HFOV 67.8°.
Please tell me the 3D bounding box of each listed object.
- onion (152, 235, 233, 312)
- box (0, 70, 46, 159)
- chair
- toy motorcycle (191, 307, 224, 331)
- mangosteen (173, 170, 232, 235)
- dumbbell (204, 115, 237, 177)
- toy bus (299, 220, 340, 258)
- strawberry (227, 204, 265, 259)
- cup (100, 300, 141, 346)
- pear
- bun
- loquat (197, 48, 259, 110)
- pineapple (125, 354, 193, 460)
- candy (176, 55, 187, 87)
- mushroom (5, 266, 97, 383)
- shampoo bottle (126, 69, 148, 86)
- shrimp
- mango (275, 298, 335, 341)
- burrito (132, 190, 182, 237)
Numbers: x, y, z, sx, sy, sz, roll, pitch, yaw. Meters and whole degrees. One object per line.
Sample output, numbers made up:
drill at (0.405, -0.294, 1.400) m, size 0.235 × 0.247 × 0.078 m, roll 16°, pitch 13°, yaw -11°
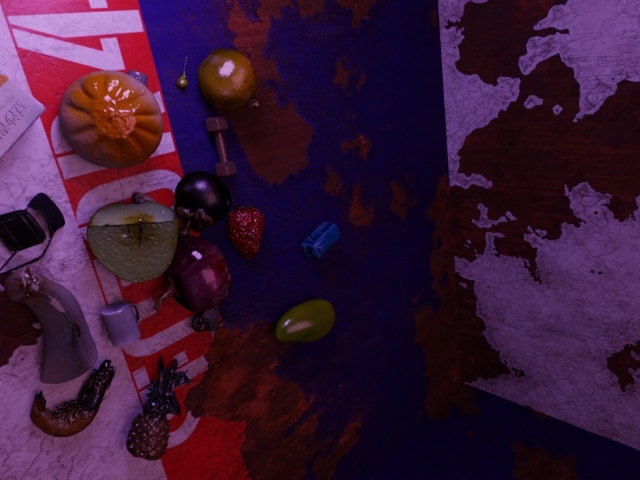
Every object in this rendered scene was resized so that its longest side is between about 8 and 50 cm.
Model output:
onion at (-0.449, 0.106, 1.723) m, size 0.272 × 0.257 × 0.230 m, roll -60°, pitch 153°, yaw -49°
box at (-0.978, -0.342, 1.183) m, size 0.385 × 0.122 × 0.344 m, roll 47°, pitch 65°, yaw -40°
chair at (-0.864, -0.031, 1.380) m, size 0.145 × 0.221 × 0.140 m, roll -18°, pitch 120°, yaw 5°
toy motorcycle at (-0.423, 0.273, 1.896) m, size 0.122 × 0.080 × 0.215 m, roll 44°, pitch 64°, yaw -41°
mangosteen at (-0.436, -0.124, 1.710) m, size 0.211 × 0.211 × 0.249 m, roll 44°, pitch 67°, yaw -41°
dumbbell at (-0.377, -0.353, 1.809) m, size 0.082 × 0.092 × 0.230 m, roll -12°, pitch 108°, yaw -13°
toy bus at (0.000, 0.000, 2.242) m, size 0.184 × 0.106 × 0.090 m, roll -45°, pitch 129°, yaw -29°
strawberry at (-0.302, -0.030, 1.939) m, size 0.175 × 0.098 × 0.228 m, roll 2°, pitch 96°, yaw -44°
cup at (-0.683, 0.278, 1.641) m, size 0.099 × 0.136 × 0.133 m, roll -14°, pitch 111°, yaw -7°
pear at (-0.605, 0.013, 1.581) m, size 0.293 × 0.159 × 0.292 m, roll -7°, pitch 115°, yaw -16°
bun at (-0.628, -0.366, 1.439) m, size 0.299 × 0.165 × 0.298 m, roll -5°, pitch 102°, yaw -23°
loquat at (-0.319, -0.564, 1.719) m, size 0.246 × 0.213 × 0.213 m, roll 40°, pitch 67°, yaw -10°
pineapple at (-0.584, 0.607, 1.746) m, size 0.166 × 0.166 × 0.364 m, roll 28°, pitch 77°, yaw -44°
candy at (-0.486, -0.600, 1.694) m, size 0.035 × 0.035 × 0.122 m, roll 16°, pitch 78°, yaw -56°
mushroom at (-0.819, 0.250, 1.466) m, size 0.178 × 0.126 × 0.396 m, roll -21°, pitch 116°, yaw -32°
shampoo bottle at (-0.616, -0.443, 1.563) m, size 0.072 × 0.072 × 0.213 m, roll 8°, pitch 93°, yaw -46°
shrimp at (-0.812, 0.507, 1.567) m, size 0.222 × 0.054 × 0.290 m, roll 39°, pitch 79°, yaw -42°
mango at (-0.071, 0.387, 2.218) m, size 0.343 × 0.156 × 0.192 m, roll -13°, pitch 99°, yaw -39°
burrito at (-0.570, -0.088, 1.686) m, size 0.058 × 0.063 × 0.229 m, roll -34°, pitch 127°, yaw 4°
